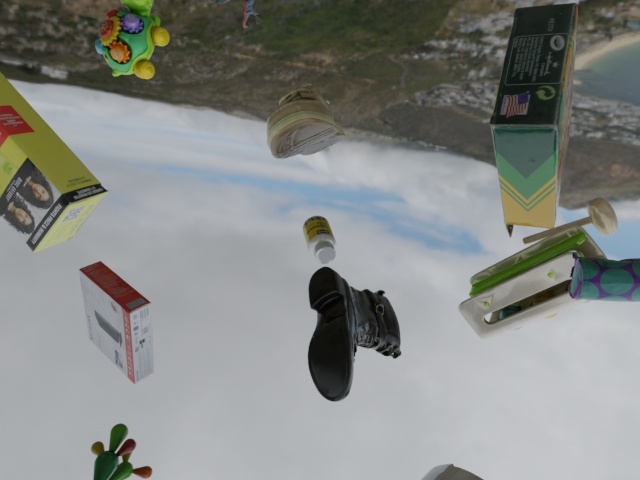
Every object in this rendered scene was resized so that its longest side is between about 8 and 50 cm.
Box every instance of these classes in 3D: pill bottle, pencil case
[{"bbox_3d":[0.000,0.000,1.063,0.065,0.065,0.116,5,-146,-18],"label":"pill bottle"},{"bbox_3d":[0.424,0.051,0.644,0.151,0.065,0.070,0,-151,18],"label":"pencil case"}]

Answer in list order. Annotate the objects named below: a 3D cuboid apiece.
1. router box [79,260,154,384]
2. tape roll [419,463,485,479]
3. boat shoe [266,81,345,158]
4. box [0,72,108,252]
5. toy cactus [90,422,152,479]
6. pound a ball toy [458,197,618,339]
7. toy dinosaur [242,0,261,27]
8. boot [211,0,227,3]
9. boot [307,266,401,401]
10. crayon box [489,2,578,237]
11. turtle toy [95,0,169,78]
[{"bbox_3d":[-0.707,0.286,1.653,0.301,0.336,0.082,29,-144,28],"label":"router box"},{"bbox_3d":[0.232,0.555,0.831,0.169,0.246,0.246,-24,-146,-38],"label":"tape roll"},{"bbox_3d":[-0.030,-0.200,0.772,0.109,0.098,0.302,-23,-175,15],"label":"boat shoe"},{"bbox_3d":[-0.335,-0.105,0.492,0.232,0.087,0.058,50,-156,-2],"label":"box"},{"bbox_3d":[-0.348,0.412,0.747,0.112,0.219,0.180,27,161,-7],"label":"toy cactus"},{"bbox_3d":[0.470,0.073,0.987,0.136,0.319,0.208,50,-140,-4],"label":"pound a ball toy"},{"bbox_3d":[-0.178,-0.567,1.156,0.090,0.082,0.047,35,-165,-20],"label":"toy dinosaur"},{"bbox_3d":[-0.259,-0.740,1.157,0.118,0.339,0.223,-18,-169,19],"label":"boot"},{"bbox_3d":[0.083,0.181,0.883,0.091,0.263,0.229,-27,140,32],"label":"boot"},{"bbox_3d":[0.330,-0.156,0.722,0.081,0.203,0.318,8,158,28],"label":"crayon box"},{"bbox_3d":[-0.258,-0.285,0.644,0.095,0.130,0.066,28,-176,35],"label":"turtle toy"}]
